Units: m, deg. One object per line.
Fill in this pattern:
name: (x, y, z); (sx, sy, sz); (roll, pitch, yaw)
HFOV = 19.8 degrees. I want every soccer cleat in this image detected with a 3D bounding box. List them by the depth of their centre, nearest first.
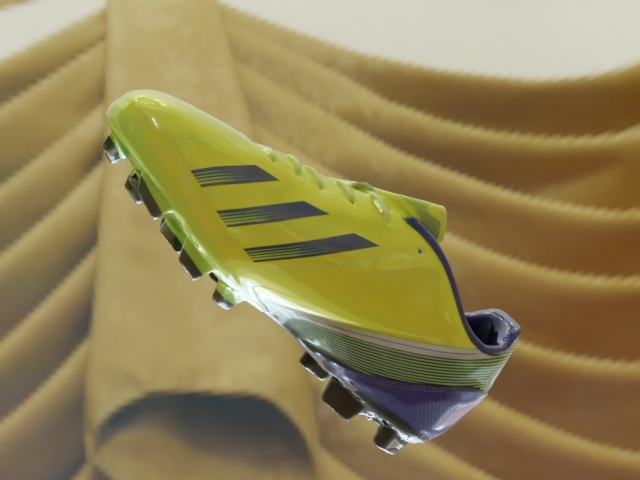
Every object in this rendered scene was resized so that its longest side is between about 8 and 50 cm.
soccer cleat: (0.000, 0.000, 0.981); (0.121, 0.093, 0.289); (-43, -57, 4)
